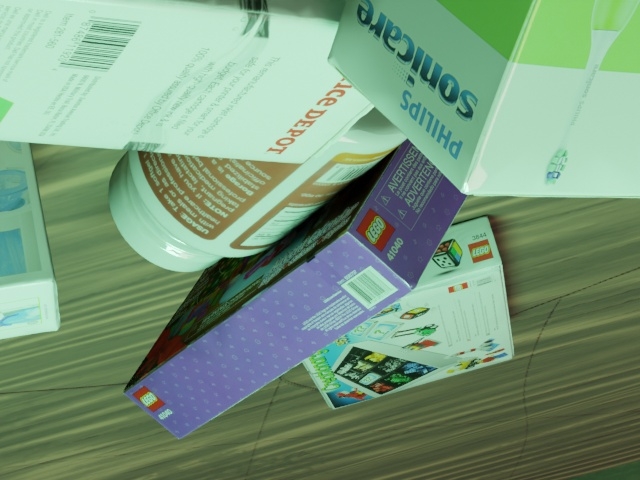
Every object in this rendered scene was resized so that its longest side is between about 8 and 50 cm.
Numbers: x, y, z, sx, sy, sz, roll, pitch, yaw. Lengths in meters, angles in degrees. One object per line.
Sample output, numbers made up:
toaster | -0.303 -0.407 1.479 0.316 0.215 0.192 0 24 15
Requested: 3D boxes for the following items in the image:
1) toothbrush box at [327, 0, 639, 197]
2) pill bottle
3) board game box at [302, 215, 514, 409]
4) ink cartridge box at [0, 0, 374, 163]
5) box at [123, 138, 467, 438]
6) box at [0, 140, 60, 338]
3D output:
toothbrush box | 0.152 -0.165 0.709 0.206 0.122 0.283 -1 122 -33
pill bottle | -0.040 -0.064 1.045 0.121 0.121 0.216 0 156 -35
board game box | 0.074 0.074 1.602 0.193 0.053 0.305 -16 160 2
ink cartridge box | -0.078 -0.110 0.817 0.219 0.092 0.160 3 160 -26
box | 0.000 0.000 1.150 0.057 0.201 0.293 41 141 -10
box | -0.272 0.007 1.087 0.203 0.114 0.103 -10 161 -10
